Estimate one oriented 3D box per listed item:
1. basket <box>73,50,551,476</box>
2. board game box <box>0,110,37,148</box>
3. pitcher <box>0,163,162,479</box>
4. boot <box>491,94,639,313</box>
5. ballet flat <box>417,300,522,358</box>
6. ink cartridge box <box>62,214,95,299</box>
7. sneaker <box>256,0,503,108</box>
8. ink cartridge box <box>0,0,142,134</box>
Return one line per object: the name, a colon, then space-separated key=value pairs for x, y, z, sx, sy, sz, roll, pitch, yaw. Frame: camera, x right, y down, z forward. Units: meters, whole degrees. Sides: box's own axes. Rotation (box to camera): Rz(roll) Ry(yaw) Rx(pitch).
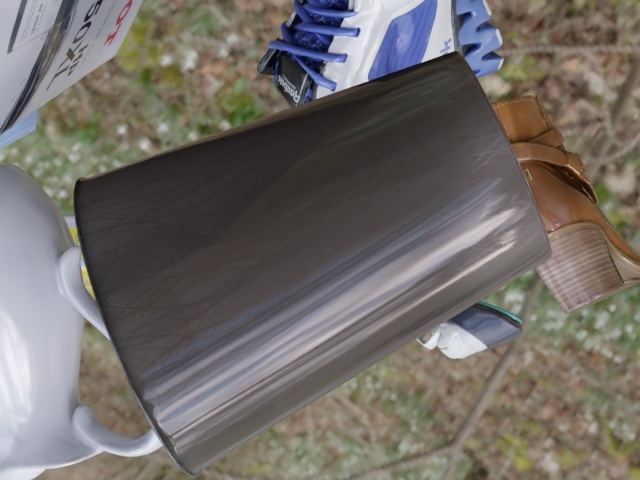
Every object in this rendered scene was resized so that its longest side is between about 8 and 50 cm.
basket: x=0.000 y=0.000 z=0.813 sx=0.227 sy=0.204 sz=0.154 roll=-24 pitch=132 yaw=4
board game box: x=-0.429 y=-0.096 z=1.580 sx=0.027 sy=0.281 sz=0.145 roll=53 pitch=155 yaw=9
pitcher: x=-0.187 y=0.053 z=0.945 sx=0.178 sy=0.125 sz=0.207 roll=-17 pitch=89 yaw=23
boot: x=0.242 y=-0.038 z=1.512 sx=0.109 sy=0.283 sz=0.220 roll=-28 pitch=82 yaw=21
ballet flat: x=0.146 y=0.094 z=1.620 sx=0.203 sy=0.074 sz=0.074 roll=19 pitch=144 yaw=57
ink cartridge box: x=-0.116 y=0.026 z=1.481 sx=0.307 sy=0.072 sz=0.303 roll=2 pitch=169 yaw=9
sneaker: x=0.029 y=-0.192 z=1.161 sx=0.127 sy=0.182 sz=0.315 roll=38 pitch=165 yaw=41
ink cartridge box: x=-0.212 y=-0.193 z=0.824 sx=0.166 sy=0.395 sz=0.285 roll=34 pitch=122 yaw=2
